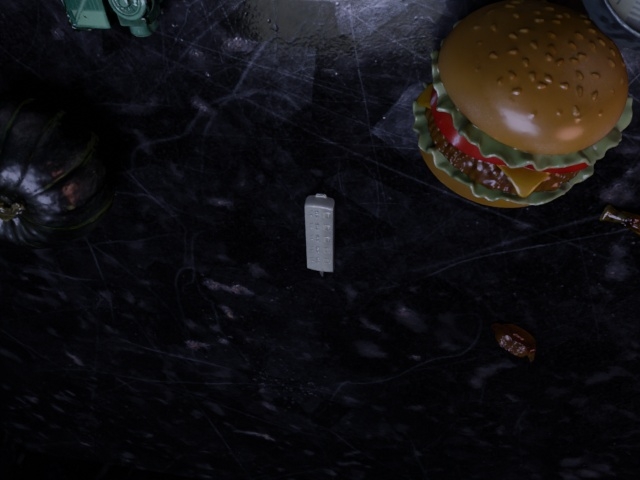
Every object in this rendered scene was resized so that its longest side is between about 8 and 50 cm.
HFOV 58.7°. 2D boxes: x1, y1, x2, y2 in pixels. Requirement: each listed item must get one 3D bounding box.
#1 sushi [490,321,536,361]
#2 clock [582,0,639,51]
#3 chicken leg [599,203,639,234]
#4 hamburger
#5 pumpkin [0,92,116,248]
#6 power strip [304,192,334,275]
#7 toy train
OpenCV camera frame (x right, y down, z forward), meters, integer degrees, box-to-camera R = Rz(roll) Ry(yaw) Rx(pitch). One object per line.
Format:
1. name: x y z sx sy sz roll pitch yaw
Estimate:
1. sushi: 0.453 0.236 1.326 0.120 0.052 0.055 26 138 -10
2. clock: 0.412 -0.333 0.653 0.226 0.049 0.226 -1 106 -2
3. chicken leg: 0.588 -0.029 0.999 0.178 0.070 0.093 18 165 16
4. hamburger: 0.270 -0.192 0.762 0.275 0.274 0.212 15 153 2
5. pumpkin: -0.569 -0.132 1.113 0.323 0.241 0.323 10 140 8
6. power strip: 0.000 0.000 1.235 0.060 0.027 0.252 8 137 9
7. toy train: -0.315 -0.424 0.819 0.154 0.115 0.269 6 138 7
